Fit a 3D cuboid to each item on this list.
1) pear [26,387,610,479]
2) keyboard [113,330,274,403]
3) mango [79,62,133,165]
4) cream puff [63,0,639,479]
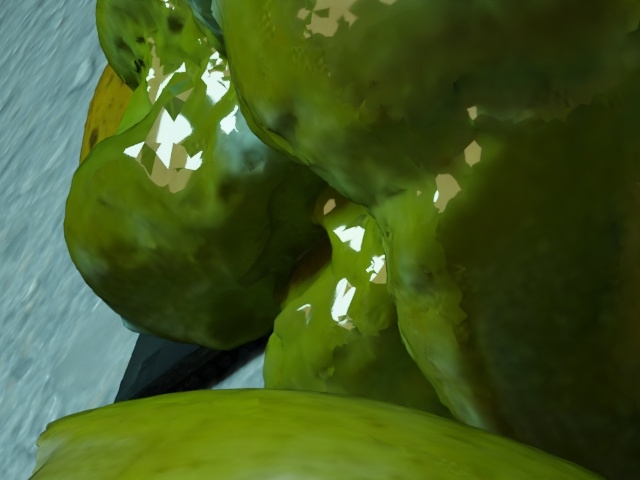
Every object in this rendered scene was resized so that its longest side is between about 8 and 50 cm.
[{"bbox_3d":[0.051,0.191,0.432,0.191,0.340,0.386,-9,30,9],"label":"pear"},{"bbox_3d":[0.000,0.000,1.070,0.317,0.027,0.106,-35,26,36],"label":"keyboard"},{"bbox_3d":[0.008,-0.085,0.942,0.290,0.160,0.191,-47,13,5],"label":"mango"},{"bbox_3d":[0.095,-0.040,0.685,0.378,0.275,0.378,-28,10,6],"label":"cream puff"}]
